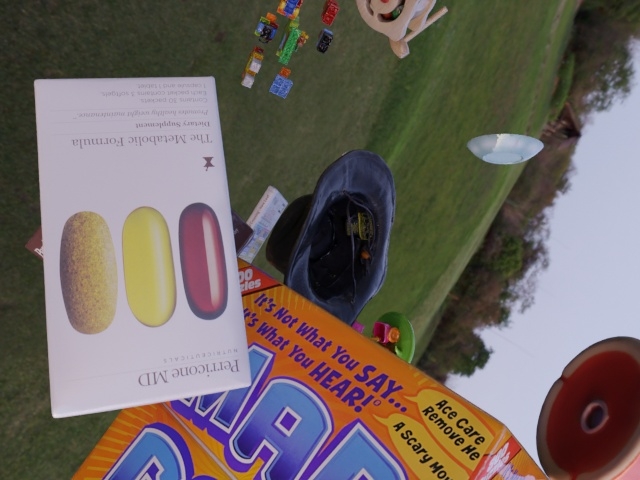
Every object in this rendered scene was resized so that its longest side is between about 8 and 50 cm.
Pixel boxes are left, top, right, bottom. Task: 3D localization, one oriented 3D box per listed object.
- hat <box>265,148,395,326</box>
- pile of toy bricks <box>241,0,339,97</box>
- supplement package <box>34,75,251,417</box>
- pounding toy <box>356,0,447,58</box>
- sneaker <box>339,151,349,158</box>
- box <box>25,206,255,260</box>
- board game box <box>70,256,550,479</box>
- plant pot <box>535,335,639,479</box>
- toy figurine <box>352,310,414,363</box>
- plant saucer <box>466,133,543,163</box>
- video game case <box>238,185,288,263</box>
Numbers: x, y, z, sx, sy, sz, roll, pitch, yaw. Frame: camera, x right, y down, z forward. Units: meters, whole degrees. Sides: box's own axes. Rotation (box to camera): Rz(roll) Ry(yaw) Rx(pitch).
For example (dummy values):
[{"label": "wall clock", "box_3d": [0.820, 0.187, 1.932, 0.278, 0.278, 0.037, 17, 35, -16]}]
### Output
[{"label": "hat", "box_3d": [0.000, 0.000, 0.906, 0.331, 0.133, 0.331, -31, 127, -52]}, {"label": "pile of toy bricks", "box_3d": [-0.052, -0.356, 0.958, 0.212, 0.118, 0.105, -55, -156, 34]}, {"label": "supplement package", "box_3d": [-0.143, 0.008, 0.458, 0.134, 0.139, 0.244, 134, -52, -70]}, {"label": "pounding toy", "box_3d": [0.188, -0.545, 1.220, 0.154, 0.154, 0.269, -34, 169, -23]}, {"label": "sneaker", "box_3d": [0.099, -0.125, 1.212, 0.058, 0.152, 0.084, -42, 170, 10]}, {"label": "box", "box_3d": [-0.236, -0.002, 0.745, 0.168, 0.203, 0.167, -31, -161, 43]}, {"label": "board game box", "box_3d": [-0.001, 0.305, 0.641, 0.356, 0.356, 0.356, -55, 141, -10]}, {"label": "plant pot", "box_3d": [0.415, 0.256, 0.650, 0.275, 0.243, 0.275, -59, -175, 8]}, {"label": "toy figurine", "box_3d": [0.078, 0.216, 1.075, 0.130, 0.159, 0.173, 3, -98, 56]}, {"label": "plant saucer", "box_3d": [0.485, -0.234, 1.469, 0.195, 0.194, 0.038, 40, 55, -79]}, {"label": "video game case", "box_3d": [-0.145, -0.025, 1.274, 0.193, 0.023, 0.212, -58, 176, -2]}]
